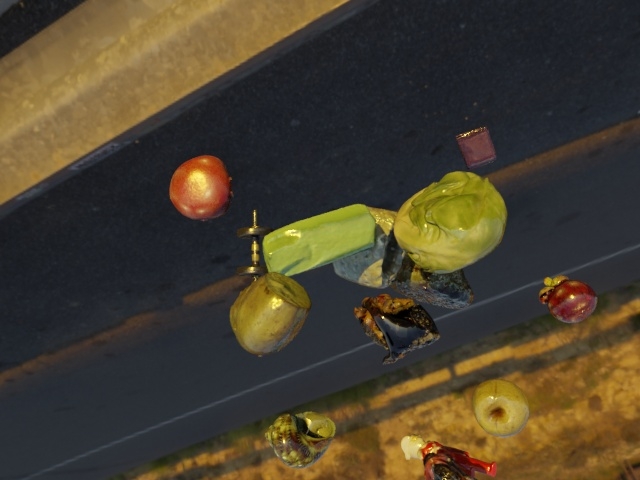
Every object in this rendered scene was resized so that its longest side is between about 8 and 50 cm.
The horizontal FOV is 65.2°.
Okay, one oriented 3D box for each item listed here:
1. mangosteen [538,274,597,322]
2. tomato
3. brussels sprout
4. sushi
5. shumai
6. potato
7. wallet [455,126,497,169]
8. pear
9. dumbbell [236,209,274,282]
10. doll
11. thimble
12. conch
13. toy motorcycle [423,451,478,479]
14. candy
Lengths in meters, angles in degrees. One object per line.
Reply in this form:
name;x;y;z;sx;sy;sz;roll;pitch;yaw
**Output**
mangosteen;0.807;0.175;1.634;0.155;0.182;0.146;2;146;-21
tomato;-0.295;-0.129;1.240;0.167;0.168;0.167;-14;155;-7
brussels sprout;0.391;-0.058;1.488;0.327;0.328;0.247;-23;112;10
sushi;0.229;0.262;1.552;0.213;0.204;0.200;-3;148;-41
shumai;0.487;0.094;2.127;0.394;0.349;0.395;19;165;5
potato;-0.099;0.149;1.021;0.141;0.176;0.298;26;163;-15
wallet;0.548;-0.321;1.756;0.111;0.030;0.166;-15;140;24
pear;0.526;0.488;1.469;0.167;0.167;0.136;-32;172;28
dumbbell;-0.243;0.046;1.882;0.143;0.326;0.143;-1;173;0
doll;0.455;0.811;1.882;0.188;0.099;0.383;8;171;-38
thimble;0.175;0.014;1.739;0.195;0.292;0.291;12;167;26
conch;-0.067;0.582;1.482;0.124;0.181;0.187;-64;168;26
toy motorcycle;0.431;0.781;1.547;0.134;0.207;0.401;-46;113;-10
candy;0.000;0.000;1.453;0.343;0.132;0.142;-19;159;-14
